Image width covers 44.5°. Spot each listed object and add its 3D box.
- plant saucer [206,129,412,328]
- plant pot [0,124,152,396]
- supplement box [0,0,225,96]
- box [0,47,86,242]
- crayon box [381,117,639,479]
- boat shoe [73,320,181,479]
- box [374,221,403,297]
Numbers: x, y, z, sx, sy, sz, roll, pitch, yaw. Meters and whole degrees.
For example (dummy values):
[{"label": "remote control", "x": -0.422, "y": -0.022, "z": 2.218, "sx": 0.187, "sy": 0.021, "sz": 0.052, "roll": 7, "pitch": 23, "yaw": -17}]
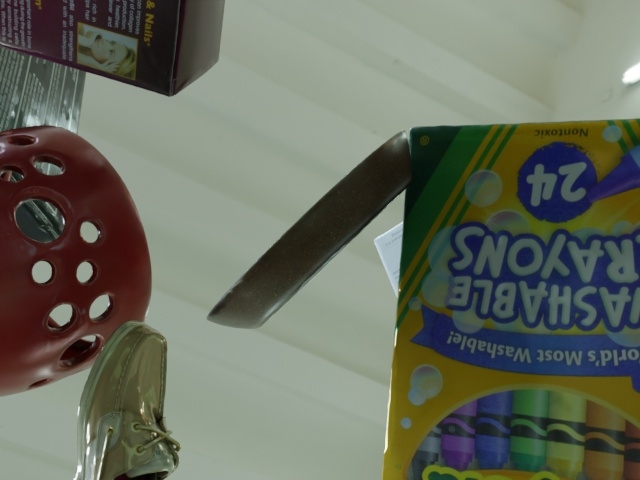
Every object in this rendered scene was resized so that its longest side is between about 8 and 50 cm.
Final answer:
[{"label": "plant saucer", "x": 0.000, "y": 0.000, "z": 0.488, "sx": 0.029, "sy": 0.168, "sz": 0.168, "roll": 46, "pitch": -115, "yaw": 1}, {"label": "plant pot", "x": -0.246, "y": 0.024, "z": 0.555, "sx": 0.174, "sy": 0.191, "sz": 0.191, "roll": -24, "pitch": -93, "yaw": -48}, {"label": "supplement box", "x": -0.161, "y": -0.177, "z": 0.511, "sx": 0.188, "sy": 0.104, "sz": 0.081, "roll": 18, "pitch": -147, "yaw": 8}, {"label": "box", "x": -0.394, "y": -0.182, "z": 0.807, "sx": 0.183, "sy": 0.294, "sz": 0.296, "roll": -10, "pitch": -126, "yaw": 7}, {"label": "crayon box", "x": 0.152, "y": 0.088, "z": 0.502, "sx": 0.083, "sy": 0.203, "sz": 0.322, "roll": 16, "pitch": -103, "yaw": -62}, {"label": "boat shoe", "x": -0.116, "y": 0.136, "z": 0.488, "sx": 0.063, "sy": 0.059, "sz": 0.170, "roll": 25, "pitch": -108, "yaw": -59}, {"label": "box", "x": 0.209, "y": 0.010, "z": 1.088, "sx": 0.182, "sy": 0.181, "sz": 0.119, "roll": 2, "pitch": -119, "yaw": -50}]
